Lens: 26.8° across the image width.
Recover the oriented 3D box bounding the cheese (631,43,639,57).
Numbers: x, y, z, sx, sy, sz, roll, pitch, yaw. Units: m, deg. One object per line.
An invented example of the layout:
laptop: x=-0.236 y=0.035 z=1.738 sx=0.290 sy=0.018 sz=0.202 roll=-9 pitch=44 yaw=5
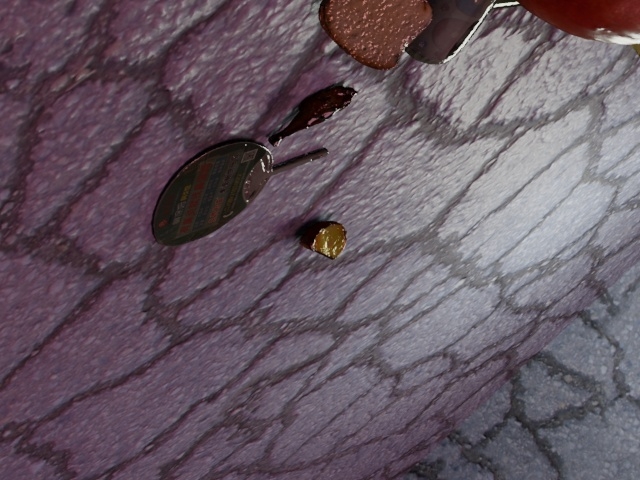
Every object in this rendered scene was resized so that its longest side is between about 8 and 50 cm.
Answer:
cheese: x=0.630 y=-0.426 z=2.265 sx=0.259 sy=0.128 sz=0.316 roll=-14 pitch=144 yaw=-28

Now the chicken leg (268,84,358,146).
chicken leg: x=-0.010 y=-0.181 z=1.921 sx=0.145 sy=0.037 sz=0.062 roll=-31 pitch=171 yaw=-18

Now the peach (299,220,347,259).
peach: x=0.000 y=0.000 z=2.260 sx=0.083 sy=0.050 sz=0.077 roll=-32 pitch=136 yaw=-36

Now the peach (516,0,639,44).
peach: x=0.350 y=-0.415 z=1.559 sx=0.388 sy=0.388 sz=0.388 roll=-31 pitch=157 yaw=-14

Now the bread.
bread: x=0.073 y=-0.292 z=1.728 sx=0.126 sy=0.129 sz=0.044 roll=-43 pitch=-166 yaw=13

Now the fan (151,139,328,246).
fan: x=-0.124 y=-0.094 z=1.948 sx=0.294 sy=0.012 sz=0.223 roll=-34 pitch=157 yaw=-6

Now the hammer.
hammer: x=0.238 y=-0.353 z=1.859 sx=0.335 sy=0.119 sz=0.206 roll=-19 pitch=153 yaw=-52
